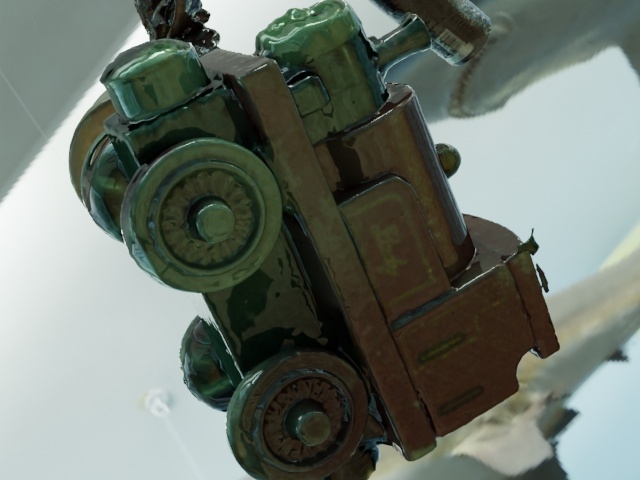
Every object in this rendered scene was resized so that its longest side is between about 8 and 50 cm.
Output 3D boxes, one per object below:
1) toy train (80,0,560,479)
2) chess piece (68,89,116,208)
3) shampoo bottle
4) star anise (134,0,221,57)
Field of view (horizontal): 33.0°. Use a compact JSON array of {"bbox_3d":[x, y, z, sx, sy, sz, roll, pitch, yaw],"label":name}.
[{"bbox_3d":[0.000,0.000,0.648,0.221,0.150,0.304,-29,-66,-12],"label":"toy train"},{"bbox_3d":[-0.166,-0.136,1.190,0.167,0.300,0.167,1,-64,1],"label":"chess piece"},{"bbox_3d":[0.064,-0.235,0.977,0.207,0.063,0.057,31,-59,-26],"label":"shampoo bottle"},{"bbox_3d":[-0.111,-0.168,0.912,0.056,0.124,0.129,-41,-58,-13],"label":"star anise"}]
